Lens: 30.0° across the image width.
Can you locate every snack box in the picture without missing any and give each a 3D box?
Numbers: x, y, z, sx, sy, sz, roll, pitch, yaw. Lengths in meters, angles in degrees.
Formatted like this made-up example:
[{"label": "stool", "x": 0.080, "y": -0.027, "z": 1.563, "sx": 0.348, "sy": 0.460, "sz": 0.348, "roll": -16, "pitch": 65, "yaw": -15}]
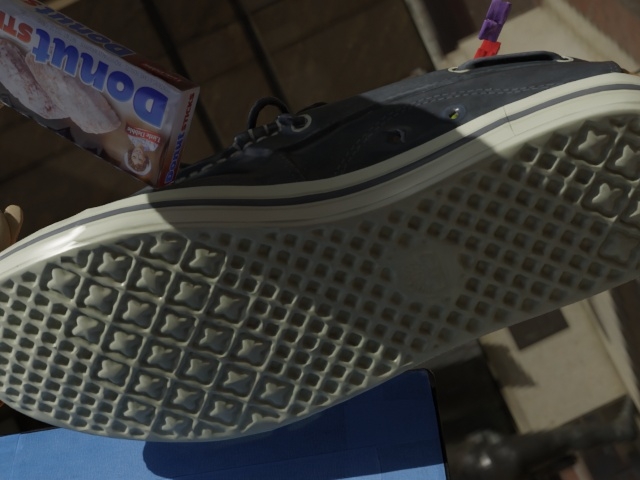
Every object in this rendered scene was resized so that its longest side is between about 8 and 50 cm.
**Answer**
[{"label": "snack box", "x": -0.153, "y": -0.098, "z": 0.709, "sx": 0.178, "sy": 0.064, "sz": 0.022, "roll": 29, "pitch": -153, "yaw": 20}]

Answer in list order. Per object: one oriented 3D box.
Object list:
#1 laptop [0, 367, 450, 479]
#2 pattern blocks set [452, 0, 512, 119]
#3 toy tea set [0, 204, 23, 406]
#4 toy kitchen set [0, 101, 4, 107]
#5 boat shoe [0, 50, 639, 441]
[{"label": "laptop", "x": -0.113, "y": 0.191, "z": 0.665, "sx": 0.408, "sy": 0.382, "sz": 0.236, "roll": 60, "pitch": -159, "yaw": -75}, {"label": "pattern blocks set", "x": 0.106, "y": -0.067, "z": 1.085, "sx": 0.026, "sy": 0.325, "sz": 0.285, "roll": 24, "pitch": 175, "yaw": 6}, {"label": "toy tea set", "x": -0.225, "y": 0.092, "z": 1.098, "sx": 0.124, "sy": 0.336, "sz": 0.200, "roll": 96, "pitch": -170, "yaw": -75}, {"label": "toy kitchen set", "x": -0.362, "y": -0.222, "z": 1.049, "sx": 0.207, "sy": 0.122, "sz": 0.166, "roll": 31, "pitch": 132, "yaw": 16}, {"label": "boat shoe", "x": 0.000, "y": 0.000, "z": 0.804, "sx": 0.156, "sy": 0.500, "sz": 0.187, "roll": -95, "pitch": -16, "yaw": -62}]
